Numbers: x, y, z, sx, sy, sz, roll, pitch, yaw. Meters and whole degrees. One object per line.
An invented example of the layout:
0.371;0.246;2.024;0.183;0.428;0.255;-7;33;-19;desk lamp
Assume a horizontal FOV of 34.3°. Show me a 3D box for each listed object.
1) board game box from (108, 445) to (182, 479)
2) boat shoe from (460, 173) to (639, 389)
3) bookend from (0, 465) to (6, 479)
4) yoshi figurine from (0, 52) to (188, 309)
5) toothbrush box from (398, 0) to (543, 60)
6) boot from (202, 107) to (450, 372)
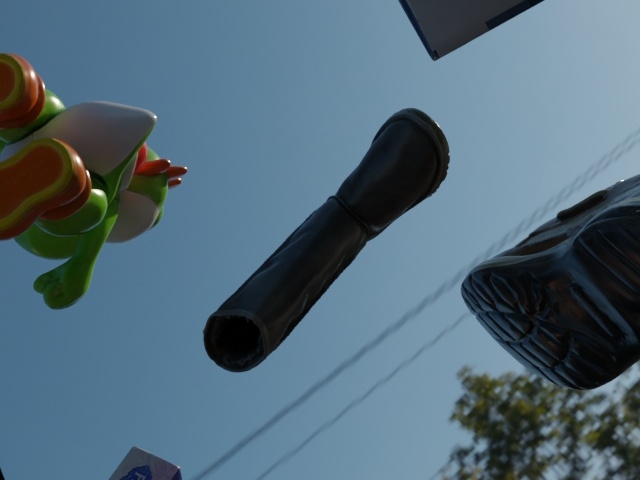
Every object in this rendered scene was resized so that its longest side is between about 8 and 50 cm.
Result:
-0.244;0.438;1.119;0.318;0.065;0.319;-55;-24;-37;board game box
0.211;0.022;0.732;0.120;0.123;0.324;-41;2;-19;boat shoe
-0.216;0.185;0.510;0.156;0.072;0.157;-20;-76;-20;bookend
-0.269;-0.048;1.015;0.362;0.203;0.204;42;-111;-79;yoshi figurine
0.134;-0.267;0.725;0.216;0.295;0.126;-28;-67;14;toothbrush box
0.002;0.001;0.839;0.208;0.076;0.190;-37;-15;-37;boot
